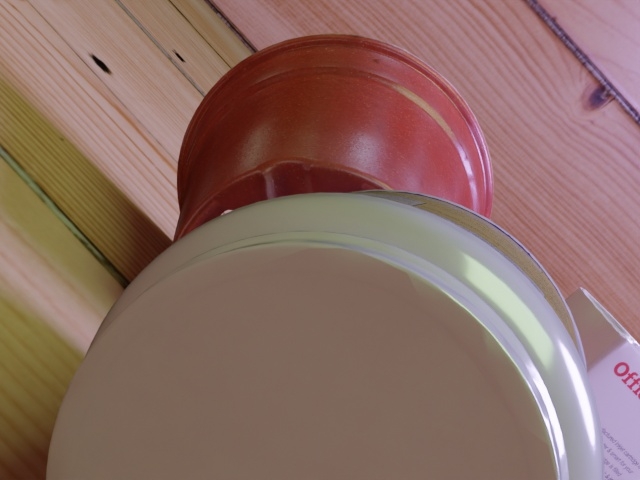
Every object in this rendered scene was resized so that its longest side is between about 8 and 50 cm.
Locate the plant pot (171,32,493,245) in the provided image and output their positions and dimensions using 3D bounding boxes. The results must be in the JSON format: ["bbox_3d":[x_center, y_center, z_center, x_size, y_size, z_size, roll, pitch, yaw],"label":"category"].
[{"bbox_3d":[0.000,0.000,1.080,0.272,0.272,0.265,46,17,-11],"label":"plant pot"}]

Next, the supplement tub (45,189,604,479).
[{"bbox_3d":[0.016,0.094,0.700,0.241,0.241,0.331,48,8,5],"label":"supplement tub"}]

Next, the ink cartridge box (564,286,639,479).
[{"bbox_3d":[0.224,0.188,1.330,0.172,0.237,0.100,43,10,-31],"label":"ink cartridge box"}]
